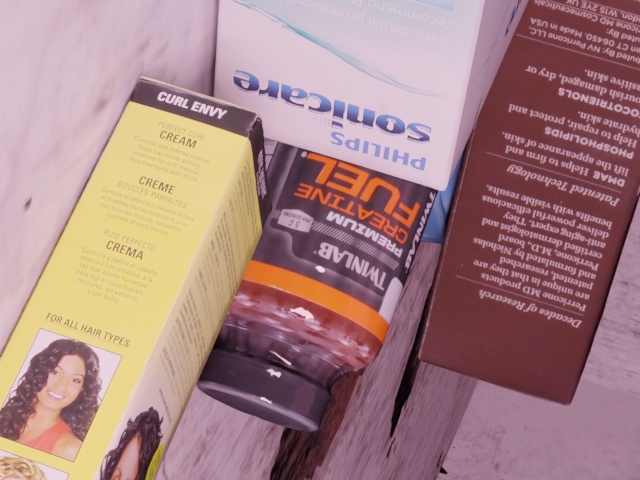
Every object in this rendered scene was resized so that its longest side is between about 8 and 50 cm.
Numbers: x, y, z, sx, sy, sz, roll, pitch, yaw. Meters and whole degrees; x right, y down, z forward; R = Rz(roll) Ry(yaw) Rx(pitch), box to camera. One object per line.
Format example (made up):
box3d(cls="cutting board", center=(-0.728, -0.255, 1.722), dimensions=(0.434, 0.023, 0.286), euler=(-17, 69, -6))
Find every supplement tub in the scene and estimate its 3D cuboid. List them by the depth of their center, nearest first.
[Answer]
box3d(cls="supplement tub", center=(0.000, 0.000, 0.873), dimensions=(0.106, 0.106, 0.198), euler=(70, 39, -74))

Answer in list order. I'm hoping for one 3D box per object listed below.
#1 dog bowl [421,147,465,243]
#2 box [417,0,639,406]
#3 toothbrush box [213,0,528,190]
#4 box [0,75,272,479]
box3d(cls="dog bowl", center=(0.083, -0.085, 1.252), dimensions=(0.297, 0.074, 0.166), euler=(58, 51, -76))
box3d(cls="box", center=(0.192, -0.082, 1.244), dimensions=(0.191, 0.143, 0.381), euler=(-59, 165, -52))
box3d(cls="toothbrush box", center=(0.051, -0.207, 0.730), dimensions=(0.295, 0.126, 0.216), euler=(96, 15, -47))
box3d(cls="box", center=(-0.087, 0.055, 0.642), dimensions=(0.087, 0.058, 0.232), euler=(86, 23, -64))
